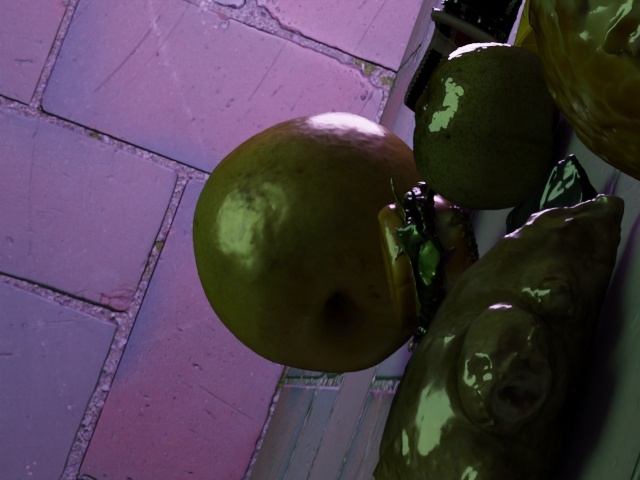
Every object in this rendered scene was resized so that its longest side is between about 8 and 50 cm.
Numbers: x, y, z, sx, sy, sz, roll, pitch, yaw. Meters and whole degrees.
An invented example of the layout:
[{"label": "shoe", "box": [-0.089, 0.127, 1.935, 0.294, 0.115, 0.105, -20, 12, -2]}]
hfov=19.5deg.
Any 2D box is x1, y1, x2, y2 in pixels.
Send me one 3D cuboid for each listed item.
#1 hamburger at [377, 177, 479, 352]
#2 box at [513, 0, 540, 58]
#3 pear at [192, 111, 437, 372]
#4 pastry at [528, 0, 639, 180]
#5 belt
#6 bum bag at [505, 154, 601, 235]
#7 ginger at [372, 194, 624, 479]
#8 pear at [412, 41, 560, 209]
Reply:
[{"label": "hamburger", "box": [0.111, 0.022, 1.850, 0.189, 0.093, 0.164, 76, -177, -81]}, {"label": "box", "box": [0.267, -0.300, 1.938, 0.269, 0.043, 0.152, 126, 164, -72]}, {"label": "pear", "box": [0.000, 0.000, 2.160, 0.314, 0.314, 0.314, -159, 90, -86]}, {"label": "pastry", "box": [0.210, -0.167, 1.203, 0.256, 0.170, 0.237, 78, -145, -88]}, {"label": "belt", "box": [0.176, -0.237, 2.224, 0.126, 0.094, 0.359, -61, -5, -22]}, {"label": "bum bag", "box": [0.189, -0.005, 1.528, 0.198, 0.049, 0.087, 122, 143, -68]}, {"label": "ginger", "box": [0.130, 0.081, 1.323, 0.219, 0.123, 0.270, 163, 128, -88]}, {"label": "pear", "box": [0.157, -0.108, 1.776, 0.167, 0.136, 0.167, -163, 90, -89]}]
